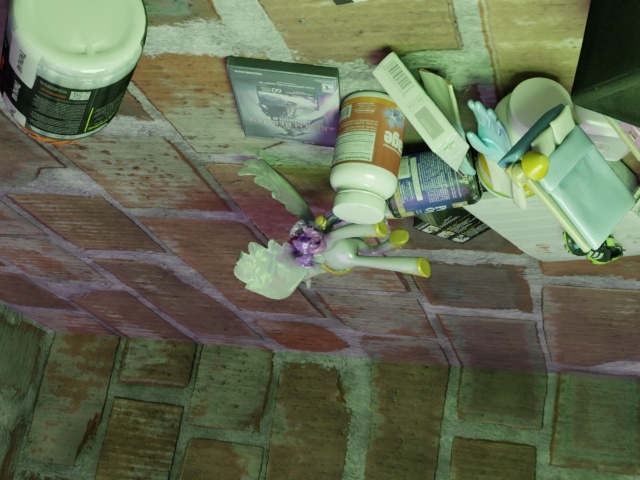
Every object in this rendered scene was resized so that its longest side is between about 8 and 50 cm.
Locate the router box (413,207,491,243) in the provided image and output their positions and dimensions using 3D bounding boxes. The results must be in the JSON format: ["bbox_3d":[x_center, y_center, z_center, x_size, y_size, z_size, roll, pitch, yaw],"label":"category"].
[{"bbox_3d":[0.301,-0.051,2.148,0.133,0.046,0.179,16,159,-17],"label":"router box"}]

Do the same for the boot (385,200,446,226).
[{"bbox_3d":[0.147,-0.102,2.058,0.208,0.076,0.190,15,145,34],"label":"boot"}]

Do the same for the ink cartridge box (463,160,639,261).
[{"bbox_3d":[0.506,-0.061,1.982,0.308,0.091,0.385,-6,158,38],"label":"ink cartridge box"}]

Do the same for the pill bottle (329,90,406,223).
[{"bbox_3d":[0.083,-0.145,1.740,0.121,0.216,0.121,8,161,3],"label":"pill bottle"}]

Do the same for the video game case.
[{"bbox_3d":[-0.059,-0.249,1.804,0.196,0.026,0.274,7,159,6],"label":"video game case"}]

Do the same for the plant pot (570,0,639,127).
[{"bbox_3d":[0.463,-0.253,1.267,0.188,0.187,0.167,16,172,-16],"label":"plant pot"}]

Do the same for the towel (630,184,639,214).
[{"bbox_3d":[0.743,-0.111,1.646,0.374,0.090,0.320,7,149,5],"label":"towel"}]

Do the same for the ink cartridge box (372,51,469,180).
[{"bbox_3d":[0.186,-0.201,1.635,0.056,0.181,0.224,-40,159,13],"label":"ink cartridge box"}]

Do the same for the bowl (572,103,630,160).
[{"bbox_3d":[0.485,-0.183,1.696,0.142,0.053,0.142,10,162,1],"label":"bowl"}]

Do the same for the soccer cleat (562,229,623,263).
[{"bbox_3d":[0.541,0.006,1.945,0.072,0.060,0.179,-18,155,36],"label":"soccer cleat"}]

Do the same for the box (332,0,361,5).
[{"bbox_3d":[0.110,-0.383,1.305,0.244,0.060,0.100,-2,157,29],"label":"box"}]

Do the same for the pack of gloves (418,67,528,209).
[{"bbox_3d":[0.244,-0.159,1.639,0.195,0.046,0.232,36,161,42],"label":"pack of gloves"}]

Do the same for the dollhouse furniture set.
[{"bbox_3d":[0.469,-0.105,1.436,0.286,0.303,0.198,50,152,-4],"label":"dollhouse furniture set"}]

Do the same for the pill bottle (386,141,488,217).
[{"bbox_3d":[0.235,-0.120,1.854,0.219,0.123,0.123,-10,155,14],"label":"pill bottle"}]

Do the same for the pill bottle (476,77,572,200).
[{"bbox_3d":[0.349,-0.172,1.661,0.136,0.136,0.246,8,160,3],"label":"pill bottle"}]

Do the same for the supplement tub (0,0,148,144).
[{"bbox_3d":[-0.408,-0.290,1.582,0.207,0.207,0.338,16,159,-17],"label":"supplement tub"}]

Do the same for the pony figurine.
[{"bbox_3d":[0.000,0.000,2.046,0.363,0.303,0.351,-12,147,32],"label":"pony figurine"}]
